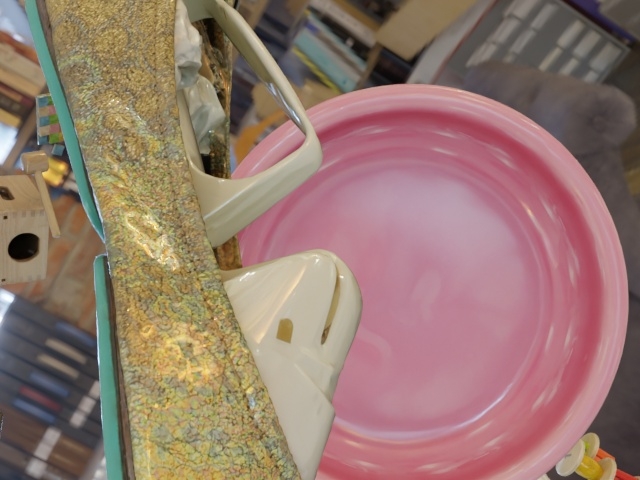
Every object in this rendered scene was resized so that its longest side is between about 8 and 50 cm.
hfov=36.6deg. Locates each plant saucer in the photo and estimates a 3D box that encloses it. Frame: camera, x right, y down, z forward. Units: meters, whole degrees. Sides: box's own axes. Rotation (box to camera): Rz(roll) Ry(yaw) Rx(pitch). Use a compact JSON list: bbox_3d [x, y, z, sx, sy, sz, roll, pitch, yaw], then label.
[{"bbox_3d":[0.067,0.046,0.763,0.332,0.332,0.084,-60,3,-1],"label":"plant saucer"}]

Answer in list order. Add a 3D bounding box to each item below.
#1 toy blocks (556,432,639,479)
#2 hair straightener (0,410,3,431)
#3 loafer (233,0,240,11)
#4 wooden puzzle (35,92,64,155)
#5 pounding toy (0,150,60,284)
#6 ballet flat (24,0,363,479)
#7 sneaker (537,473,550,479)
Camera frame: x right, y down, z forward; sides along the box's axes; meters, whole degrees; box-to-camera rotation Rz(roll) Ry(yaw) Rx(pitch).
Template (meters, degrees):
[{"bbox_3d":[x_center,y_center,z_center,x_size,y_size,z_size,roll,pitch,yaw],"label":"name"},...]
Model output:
[{"bbox_3d":[0.372,0.301,1.263,0.054,0.148,0.123,-56,9,10],"label":"toy blocks"},{"bbox_3d":[-0.396,0.288,1.171,0.047,0.089,0.230,-40,37,6],"label":"hair straightener"},{"bbox_3d":[-0.132,-0.328,1.093,0.267,0.096,0.084,-71,-20,2],"label":"loafer"},{"bbox_3d":[-0.243,-0.118,0.911,0.006,0.049,0.083,36,131,38],"label":"wooden puzzle"},{"bbox_3d":[-0.466,-0.040,1.467,0.181,0.094,0.206,43,131,47],"label":"pounding toy"},{"bbox_3d":[-0.045,0.002,0.409,0.123,0.123,0.348,-47,50,42],"label":"ballet flat"},{"bbox_3d":[0.191,0.277,1.018,0.114,0.305,0.152,-41,-11,0],"label":"sneaker"}]
